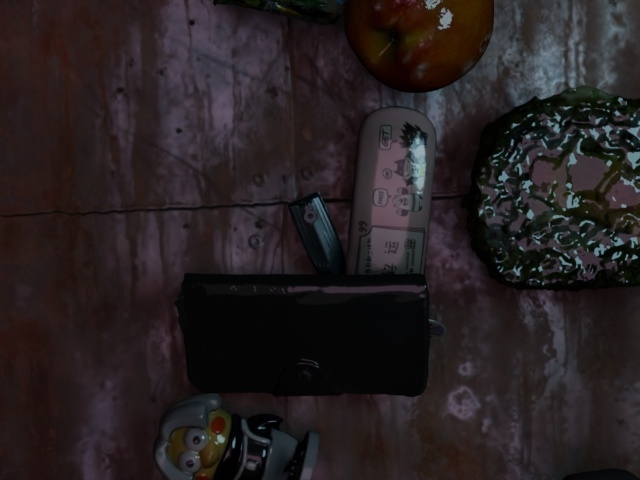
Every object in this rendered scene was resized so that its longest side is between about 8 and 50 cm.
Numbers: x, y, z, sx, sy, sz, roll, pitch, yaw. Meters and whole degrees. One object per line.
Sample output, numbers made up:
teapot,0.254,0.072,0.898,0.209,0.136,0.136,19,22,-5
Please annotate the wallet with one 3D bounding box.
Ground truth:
wallet,-0.026,0.142,1.664,0.377,0.051,0.197,1,108,7

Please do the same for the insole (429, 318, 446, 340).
insole,0.093,0.135,1.697,0.197,0.065,0.004,1,49,1

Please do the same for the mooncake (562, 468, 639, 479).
mooncake,0.410,0.453,1.615,0.133,0.245,0.245,-4,92,-3

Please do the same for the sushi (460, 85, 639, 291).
sushi,0.386,-0.071,1.628,0.351,0.178,0.294,0,89,3

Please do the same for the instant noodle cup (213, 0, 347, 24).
instant noodle cup,-0.038,-0.421,1.603,0.178,0.240,0.240,16,92,-9

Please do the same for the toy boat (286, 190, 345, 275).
toy boat,0.000,0.000,1.690,0.055,0.060,0.141,-23,99,1

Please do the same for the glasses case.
glasses case,0.106,-0.044,1.677,0.122,0.075,0.315,6,94,1

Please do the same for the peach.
peach,0.146,-0.331,1.594,0.199,0.243,0.244,22,92,26

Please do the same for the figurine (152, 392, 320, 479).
figurine,-0.133,0.326,1.663,0.236,0.133,0.176,17,89,-4
